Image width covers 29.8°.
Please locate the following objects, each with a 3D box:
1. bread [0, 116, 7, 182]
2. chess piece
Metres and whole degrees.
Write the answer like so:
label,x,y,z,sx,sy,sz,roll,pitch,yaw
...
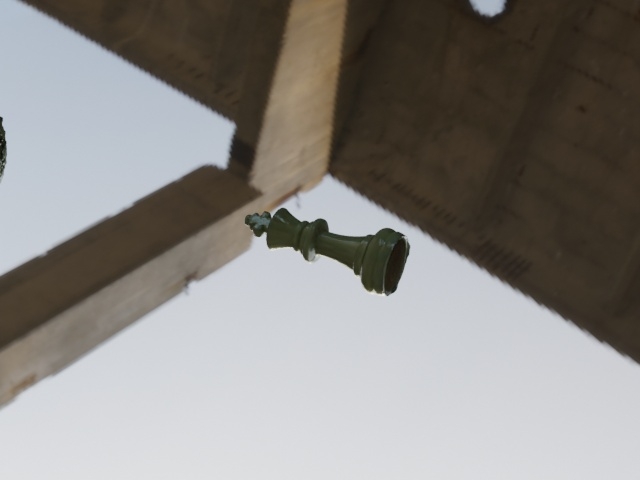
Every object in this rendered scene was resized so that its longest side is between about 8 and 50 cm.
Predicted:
label,x,y,z,sx,sy,sz,roll,pitch,yaw
bread,-0.305,-0.128,0.864,0.064,0.172,0.232,-30,-48,12
chess piece,0.000,0.000,1.040,0.149,0.059,0.059,19,-56,22
